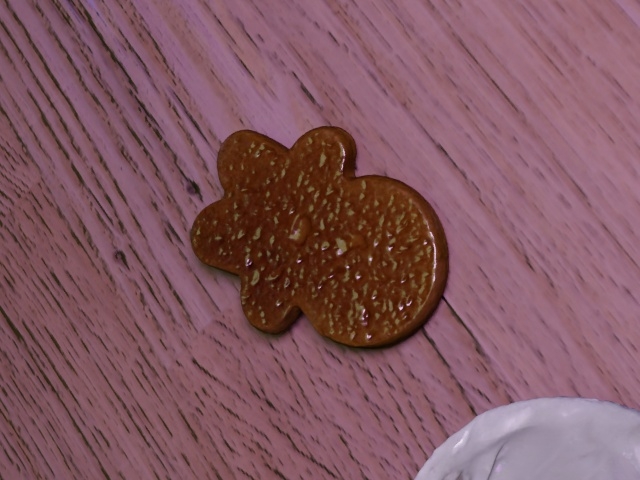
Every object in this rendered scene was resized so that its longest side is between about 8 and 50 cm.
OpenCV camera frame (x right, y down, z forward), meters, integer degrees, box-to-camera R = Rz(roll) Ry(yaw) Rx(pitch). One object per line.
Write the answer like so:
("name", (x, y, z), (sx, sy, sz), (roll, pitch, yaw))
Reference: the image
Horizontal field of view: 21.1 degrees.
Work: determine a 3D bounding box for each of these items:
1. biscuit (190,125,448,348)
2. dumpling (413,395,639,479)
("biscuit", (0.000, 0.000, 1.394), (0.236, 0.039, 0.179), (27, 99, 31))
("dumpling", (0.172, 0.199, 1.243), (0.219, 0.152, 0.108), (14, 138, 19))
